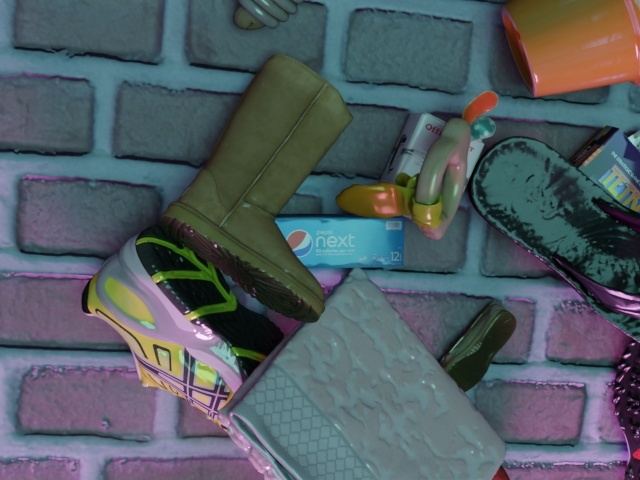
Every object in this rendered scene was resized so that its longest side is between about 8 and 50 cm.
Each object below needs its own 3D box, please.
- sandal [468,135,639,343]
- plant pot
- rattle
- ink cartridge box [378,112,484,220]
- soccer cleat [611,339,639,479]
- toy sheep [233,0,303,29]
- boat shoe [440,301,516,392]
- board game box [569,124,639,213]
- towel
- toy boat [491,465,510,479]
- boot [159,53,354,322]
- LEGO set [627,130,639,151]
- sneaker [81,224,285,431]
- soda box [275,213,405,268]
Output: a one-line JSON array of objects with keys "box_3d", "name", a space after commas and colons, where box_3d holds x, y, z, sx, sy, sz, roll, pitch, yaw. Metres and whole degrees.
[{"box_3d": [0.395, 0.023, 1.343, 0.446, 0.107, 0.167, 30, 93, -3], "name": "sandal"}, {"box_3d": [0.344, -0.280, 1.323, 0.188, 0.205, 0.205, -20, 102, 5], "name": "plant pot"}, {"box_3d": [0.131, -0.109, 1.308, 0.130, 0.143, 0.199, 34, 69, -48], "name": "rattle"}, {"box_3d": [0.142, -0.091, 1.359, 0.099, 0.056, 0.135, 24, 91, -17], "name": "ink cartridge box"}, {"box_3d": [0.506, 0.280, 1.486, 0.117, 0.109, 0.318, -13, 102, -25], "name": "soccer cleat"}, {"box_3d": [-0.060, -0.315, 1.264, 0.091, 0.091, 0.132, 37, 106, -16], "name": "toy sheep"}, {"box_3d": [0.209, 0.154, 1.422, 0.056, 0.048, 0.153, 34, 95, -27], "name": "boat shoe"}, {"box_3d": [0.411, -0.052, 1.424, 0.141, 0.048, 0.170, -44, 103, 5], "name": "board game box"}, {"box_3d": [0.067, 0.239, 1.279, 0.331, 0.053, 0.317, 51, 47, -6], "name": "towel"}, {"box_3d": [0.192, 0.412, 1.393, 0.151, 0.151, 0.231, 10, 95, -15], "name": "toy boat"}, {"box_3d": [-0.034, -0.068, 1.247, 0.236, 0.089, 0.269, 37, 65, -8], "name": "boot"}, {"box_3d": [0.545, -0.121, 1.471, 0.244, 0.060, 0.182, -33, 105, 4], "name": "LEGO set"}, {"box_3d": [-0.143, 0.152, 1.303, 0.147, 0.145, 0.384, -27, 110, 24], "name": "sneaker"}, {"box_3d": [0.000, 0.000, 1.329, 0.210, 0.071, 0.067, 0, 96, -14], "name": "soda box"}]
